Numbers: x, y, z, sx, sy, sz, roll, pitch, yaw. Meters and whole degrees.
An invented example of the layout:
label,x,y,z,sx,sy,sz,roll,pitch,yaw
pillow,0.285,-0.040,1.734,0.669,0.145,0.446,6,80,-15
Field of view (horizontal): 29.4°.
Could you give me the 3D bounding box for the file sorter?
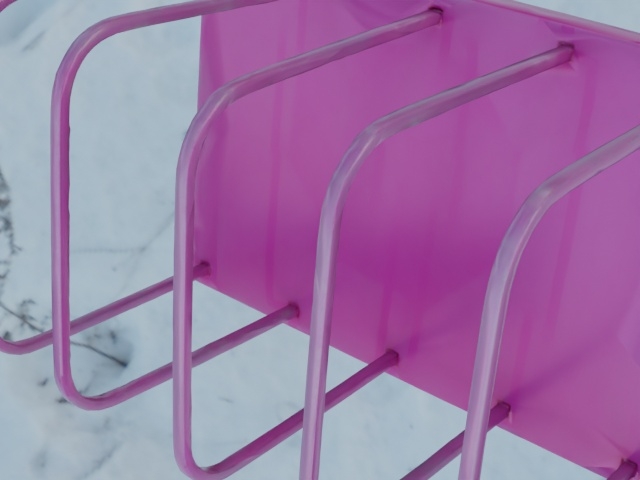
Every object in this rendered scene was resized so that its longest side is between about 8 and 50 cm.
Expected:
label,x,y,z,sx,sy,sz,roll,pitch,yaw
file sorter,0.000,0.000,0.537,0.291,0.202,0.182,23,31,33
